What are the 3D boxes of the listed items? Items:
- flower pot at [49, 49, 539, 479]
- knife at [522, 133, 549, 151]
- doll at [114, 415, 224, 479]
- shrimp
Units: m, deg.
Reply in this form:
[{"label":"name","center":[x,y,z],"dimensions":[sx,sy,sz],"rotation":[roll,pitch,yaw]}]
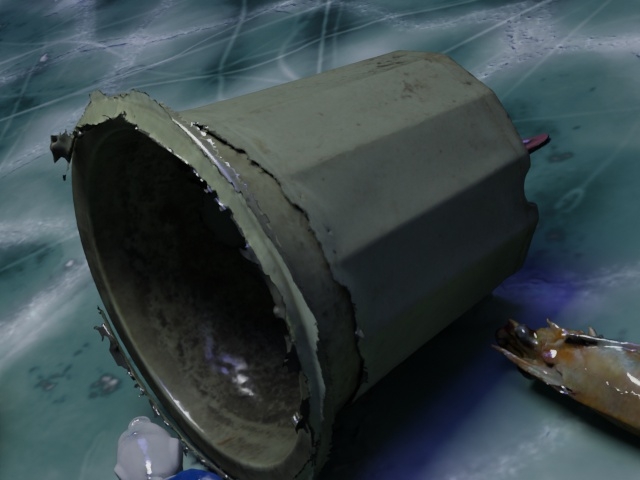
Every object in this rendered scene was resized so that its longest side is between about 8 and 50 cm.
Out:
[{"label":"flower pot","center":[0.000,0.000,0.799],"dimensions":[0.259,0.290,0.290],"rotation":[-25,31,-31]},{"label":"knife","center":[0.081,-0.052,1.018],"dimensions":[0.247,0.018,0.035],"rotation":[-18,31,3]},{"label":"doll","center":[-0.093,0.192,0.738],"dimensions":[0.114,0.057,0.227],"rotation":[-25,42,6]},{"label":"shrimp","center":[0.226,0.081,0.733],"dimensions":[0.251,0.052,0.143],"rotation":[21,41,35]}]
